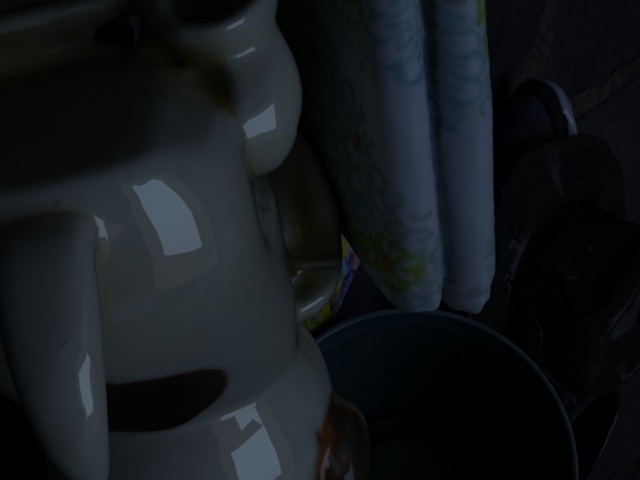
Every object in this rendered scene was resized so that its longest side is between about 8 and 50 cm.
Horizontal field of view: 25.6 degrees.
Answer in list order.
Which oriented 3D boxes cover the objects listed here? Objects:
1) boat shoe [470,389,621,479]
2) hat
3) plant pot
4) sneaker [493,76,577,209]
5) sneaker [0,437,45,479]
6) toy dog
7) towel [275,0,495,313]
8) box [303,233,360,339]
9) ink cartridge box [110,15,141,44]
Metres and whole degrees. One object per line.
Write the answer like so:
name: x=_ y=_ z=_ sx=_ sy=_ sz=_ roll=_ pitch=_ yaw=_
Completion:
boat shoe: x=0.219 y=0.315 z=1.559 sx=0.500 sy=0.156 sz=0.186 roll=-59 pitch=149 yaw=-42
hat: x=0.283 y=0.060 z=1.465 sx=0.331 sy=0.134 sz=0.331 roll=-17 pitch=114 yaw=-43
plant pot: x=0.084 y=0.232 z=1.341 sx=0.293 sy=0.293 sz=0.196 roll=-62 pitch=170 yaw=-17
sneaker: x=0.185 y=-0.056 z=1.487 sx=0.153 sy=0.101 sz=0.268 roll=19 pitch=88 yaw=-55
sneaker: x=-0.224 y=0.224 z=1.029 sx=0.270 sy=0.090 sz=0.145 roll=-12 pitch=111 yaw=-56
toy dog: x=-0.093 y=0.046 z=0.881 sx=0.285 sy=0.395 sz=0.408 roll=-20 pitch=132 yaw=-6
towel: x=0.016 y=-0.172 z=0.908 sx=0.090 sy=0.320 sz=0.374 roll=-18 pitch=124 yaw=-14
box: x=0.000 y=0.000 z=1.301 sx=0.105 sy=0.043 sz=0.179 roll=43 pitch=66 yaw=-54
ink cartridge box: x=-0.126 y=-0.219 z=1.009 sx=0.104 sy=0.062 sz=0.181 roll=-30 pitch=126 yaw=-47
